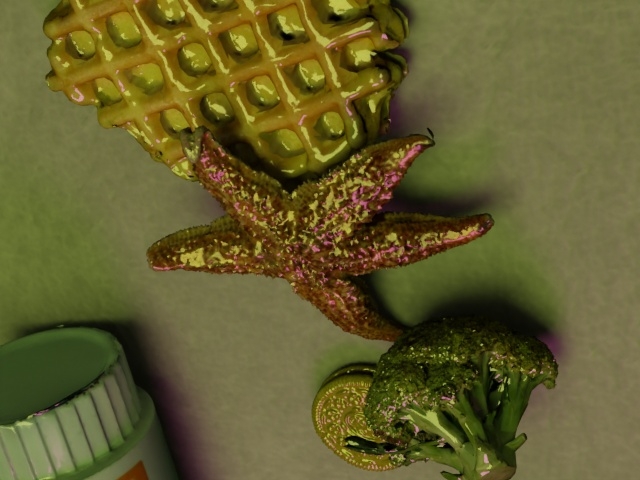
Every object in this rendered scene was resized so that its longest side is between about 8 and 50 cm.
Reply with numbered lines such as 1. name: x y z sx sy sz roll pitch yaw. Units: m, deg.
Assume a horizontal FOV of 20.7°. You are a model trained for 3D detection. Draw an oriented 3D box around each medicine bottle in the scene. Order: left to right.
1. medicine bottle: -0.172 0.231 1.326 0.158 0.158 0.318 -4 116 23

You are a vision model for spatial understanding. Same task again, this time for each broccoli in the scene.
1. broccoli: 0.092 0.108 1.178 0.130 0.131 0.120 -47 58 33

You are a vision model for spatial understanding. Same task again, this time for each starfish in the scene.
1. starfish: 0.000 0.001 1.157 0.227 0.043 0.240 -16 136 29

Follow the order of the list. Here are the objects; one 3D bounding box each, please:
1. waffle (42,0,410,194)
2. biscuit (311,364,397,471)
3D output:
1. waffle: -0.062 -0.141 1.133 0.254 0.052 0.245 28 124 5
2. biscuit: 0.035 0.129 1.269 0.084 0.023 0.084 9 123 15
